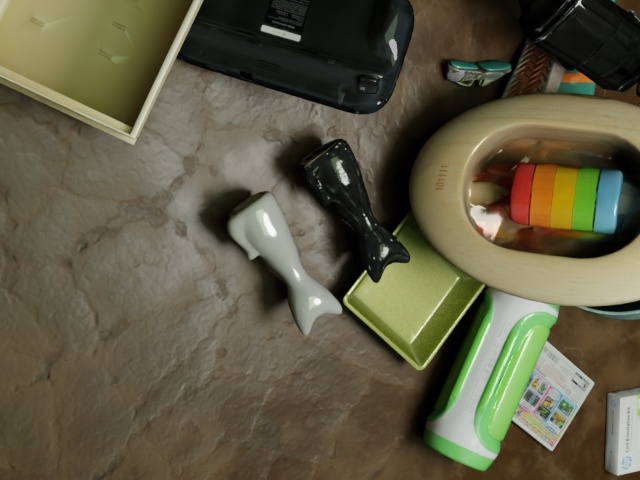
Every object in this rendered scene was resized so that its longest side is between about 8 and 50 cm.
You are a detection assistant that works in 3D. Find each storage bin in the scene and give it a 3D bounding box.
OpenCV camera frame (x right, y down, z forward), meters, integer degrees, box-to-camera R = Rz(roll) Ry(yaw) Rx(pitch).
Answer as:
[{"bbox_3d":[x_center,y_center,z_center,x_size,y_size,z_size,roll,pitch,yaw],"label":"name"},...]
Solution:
[{"bbox_3d":[-0.283,-0.288,1.127,0.260,0.123,0.262,25,86,-8],"label":"storage bin"}]

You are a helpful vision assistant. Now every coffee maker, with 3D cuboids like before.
[{"bbox_3d":[0.381,-0.294,1.323,0.178,0.171,0.120,21,106,-32],"label":"coffee maker"}]

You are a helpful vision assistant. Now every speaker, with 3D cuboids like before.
[{"bbox_3d":[0.270,0.205,1.492,0.131,0.131,0.296,27,85,-26],"label":"speaker"}]

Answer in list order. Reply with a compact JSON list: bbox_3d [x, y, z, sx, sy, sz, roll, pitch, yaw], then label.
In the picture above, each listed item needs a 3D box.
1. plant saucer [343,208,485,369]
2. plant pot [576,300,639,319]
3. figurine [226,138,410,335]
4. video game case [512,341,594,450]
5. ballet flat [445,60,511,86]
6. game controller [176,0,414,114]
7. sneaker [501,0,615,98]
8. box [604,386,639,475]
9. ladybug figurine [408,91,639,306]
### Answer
[{"bbox_3d":[0.140,0.072,1.455,0.188,0.045,0.188,43,79,-24],"label":"plant saucer"},{"bbox_3d":[0.489,0.000,1.501,0.293,0.293,0.196,-62,149,-5],"label":"plant pot"},{"bbox_3d":[0.000,0.000,1.334,0.215,0.092,0.209,-37,101,-16],"label":"figurine"},{"bbox_3d":[0.382,0.261,1.613,0.157,0.019,0.143,39,80,-26],"label":"video game case"},{"bbox_3d":[0.242,-0.258,1.465,0.114,0.041,0.041,-4,99,-25],"label":"ballet flat"},{"bbox_3d":[-0.043,-0.278,1.221,0.319,0.067,0.166,19,85,11],"label":"game controller"},{"bbox_3d":[0.390,-0.279,1.501,0.121,0.108,0.302,37,80,-39],"label":"sneaker"},{"bbox_3d":[0.602,0.338,1.719,0.186,0.038,0.145,-4,99,-24],"label":"box"},{"bbox_3d":[0.354,-0.051,1.355,0.162,0.449,0.305,39,65,-68],"label":"ladybug figurine"}]
